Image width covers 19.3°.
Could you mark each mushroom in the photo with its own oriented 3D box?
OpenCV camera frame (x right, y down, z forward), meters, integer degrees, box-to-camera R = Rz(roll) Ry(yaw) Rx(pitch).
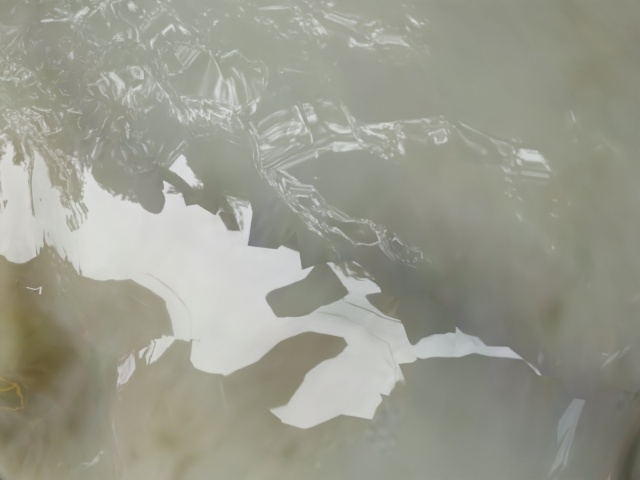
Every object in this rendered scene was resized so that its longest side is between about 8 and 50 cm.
[{"bbox_3d":[0.024,-0.022,0.594,0.315,0.356,0.315,-2,83,14],"label":"mushroom"}]
